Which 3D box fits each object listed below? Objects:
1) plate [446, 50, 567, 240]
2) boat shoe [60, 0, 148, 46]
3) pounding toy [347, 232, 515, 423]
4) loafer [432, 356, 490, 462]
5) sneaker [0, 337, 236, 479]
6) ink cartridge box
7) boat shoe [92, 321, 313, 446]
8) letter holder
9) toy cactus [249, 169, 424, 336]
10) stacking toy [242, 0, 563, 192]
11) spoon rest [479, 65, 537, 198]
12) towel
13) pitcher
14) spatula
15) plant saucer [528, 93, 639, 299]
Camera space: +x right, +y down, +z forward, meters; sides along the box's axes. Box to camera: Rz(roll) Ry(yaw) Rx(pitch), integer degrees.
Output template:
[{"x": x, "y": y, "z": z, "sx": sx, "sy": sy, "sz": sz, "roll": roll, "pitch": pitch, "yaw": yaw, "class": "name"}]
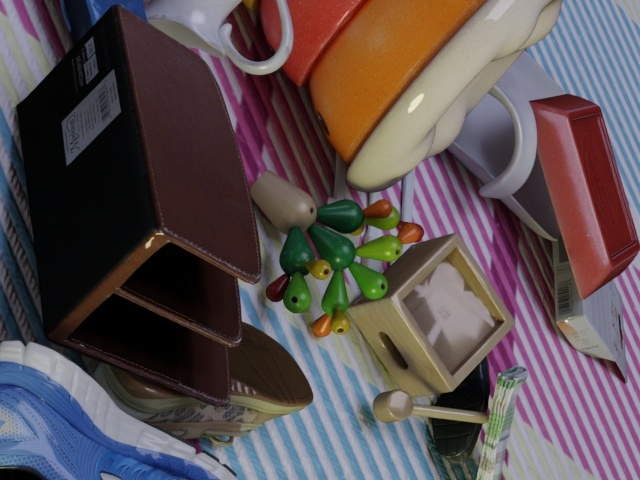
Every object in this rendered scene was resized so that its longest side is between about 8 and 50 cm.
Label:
[{"x": 0.221, "y": -0.168, "z": 2.340, "sx": 0.277, "sy": 0.045, "sz": 0.278, "roll": 40, "pitch": 41, "yaw": -28, "class": "plate"}, {"x": -0.235, "y": -0.258, "z": 1.774, "sx": 0.109, "sy": 0.089, "sz": 0.258, "roll": 5, "pitch": 69, "yaw": -37, "class": "boat shoe"}, {"x": 0.110, "y": 0.128, "z": 1.972, "sx": 0.206, "sy": 0.094, "sz": 0.181, "roll": -42, "pitch": 105, "yaw": -34, "class": "pounding toy"}, {"x": 0.167, "y": 0.186, "z": 2.029, "sx": 0.061, "sy": 0.062, "sz": 0.170, "roll": 61, "pitch": 32, "yaw": -37, "class": "loafer"}, {"x": -0.187, "y": 0.222, "z": 1.515, "sx": 0.330, "sy": 0.130, "sz": 0.147, "roll": 37, "pitch": 57, "yaw": -28, "class": "sneaker"}, {"x": 0.354, "y": 0.088, "z": 2.369, "sx": 0.179, "sy": 0.045, "sz": 0.145, "roll": 53, "pitch": 31, "yaw": -47, "class": "ink cartridge box"}, {"x": -0.116, "y": 0.136, "z": 1.685, "sx": 0.285, "sy": 0.089, "sz": 0.104, "roll": 11, "pitch": 41, "yaw": -53, "class": "boat shoe"}, {"x": -0.131, "y": -0.027, "z": 1.617, "sx": 0.214, "sy": 0.152, "sz": 0.302, "roll": 28, "pitch": 31, "yaw": -35, "class": "letter holder"}, {"x": 0.000, "y": 0.000, "z": 1.909, "sx": 0.180, "sy": 0.112, "sz": 0.219, "roll": 42, "pitch": 53, "yaw": 7, "class": "toy cactus"}, {"x": 0.008, "y": -0.320, "z": 2.001, "sx": 0.480, "sy": 0.350, "sz": 0.350, "roll": 43, "pitch": 35, "yaw": 5, "class": "stacking toy"}, {"x": 0.204, "y": -0.193, "z": 2.225, "sx": 0.137, "sy": 0.084, "sz": 0.276, "roll": 3, "pitch": 67, "yaw": -51, "class": "spoon rest"}, {"x": 0.200, "y": 0.216, "z": 1.989, "sx": 0.113, "sy": 0.023, "sz": 0.152, "roll": -2, "pitch": 104, "yaw": -74, "class": "towel"}, {"x": -0.087, "y": -0.280, "z": 1.838, "sx": 0.125, "sy": 0.178, "sz": 0.207, "roll": 69, "pitch": 42, "yaw": -79, "class": "pitcher"}, {"x": 0.062, "y": -0.040, "z": 2.073, "sx": 0.168, "sy": 0.019, "sz": 0.242, "roll": 35, "pitch": 44, "yaw": -34, "class": "spatula"}, {"x": 0.350, "y": -0.068, "z": 2.347, "sx": 0.259, "sy": 0.048, "sz": 0.258, "roll": -18, "pitch": 92, "yaw": -69, "class": "plant saucer"}]
